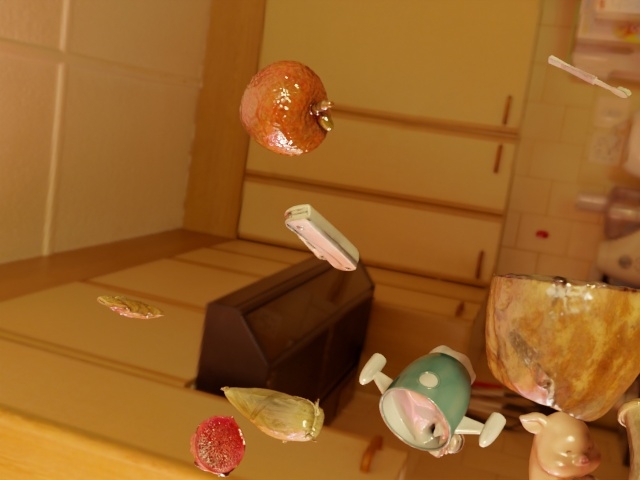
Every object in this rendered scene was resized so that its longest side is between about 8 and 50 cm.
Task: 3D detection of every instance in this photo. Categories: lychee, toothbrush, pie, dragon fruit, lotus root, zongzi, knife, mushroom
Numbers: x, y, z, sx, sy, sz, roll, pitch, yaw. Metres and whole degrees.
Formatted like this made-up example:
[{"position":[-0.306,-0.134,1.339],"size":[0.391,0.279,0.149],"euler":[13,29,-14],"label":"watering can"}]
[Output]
[{"position":[-0.080,-0.340,1.906],"size":[0.255,0.300,0.255],"euler":[6,-97,-62],"label":"lychee"},{"position":[0.507,-0.311,1.401],"size":[0.017,0.194,0.014],"euler":[-30,-45,-19],"label":"toothbrush"},{"position":[-0.332,0.114,1.266],"size":[0.170,0.092,0.034],"euler":[42,-118,-74],"label":"pie"},{"position":[-0.278,0.533,1.898],"size":[0.111,0.153,0.153],"euler":[-31,32,52],"label":"dragon fruit"},{"position":[0.402,0.167,1.308],"size":[0.316,0.316,0.249],"euler":[6,-81,-74],"label":"lotus root"},{"position":[-0.102,0.360,1.581],"size":[0.194,0.197,0.099],"euler":[-25,36,59],"label":"zongzi"},{"position":[0.003,0.000,1.327],"size":[0.265,0.073,0.040],"euler":[44,-135,-62],"label":"knife"},{"position":[0.600,0.405,1.331],"size":[0.108,0.096,0.247],"euler":[109,173,-52],"label":"mushroom"}]

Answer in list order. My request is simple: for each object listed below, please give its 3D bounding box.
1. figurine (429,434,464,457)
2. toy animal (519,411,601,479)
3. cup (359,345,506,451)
[{"position":[0.305,0.487,1.802],"size":[0.129,0.054,0.072],"euler":[7,-86,-47],"label":"figurine"},{"position":[0.538,0.498,1.628],"size":[0.167,0.154,0.250],"euler":[-2,-88,-35],"label":"toy animal"},{"position":[0.228,0.307,1.490],"size":[0.173,0.300,0.167],"euler":[-43,-33,-42],"label":"cup"}]
